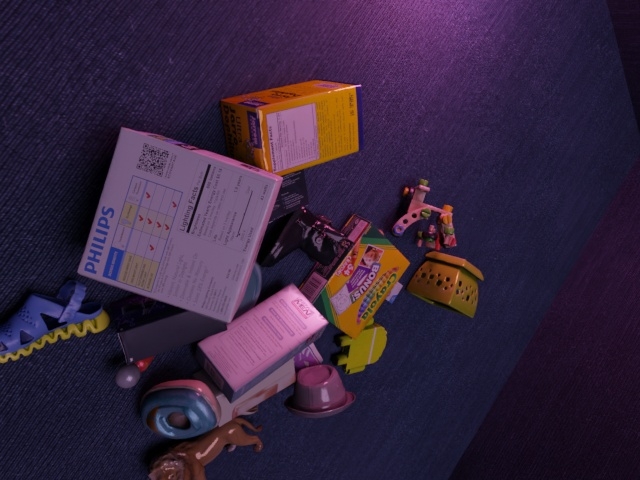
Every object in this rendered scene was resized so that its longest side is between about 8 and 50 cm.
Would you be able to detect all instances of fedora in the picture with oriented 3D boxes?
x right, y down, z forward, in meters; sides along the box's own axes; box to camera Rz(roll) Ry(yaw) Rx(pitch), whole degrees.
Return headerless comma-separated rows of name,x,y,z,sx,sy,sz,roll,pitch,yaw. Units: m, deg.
fedora,-0.006,0.506,1.810,0.275,0.244,0.124,-13,100,-69

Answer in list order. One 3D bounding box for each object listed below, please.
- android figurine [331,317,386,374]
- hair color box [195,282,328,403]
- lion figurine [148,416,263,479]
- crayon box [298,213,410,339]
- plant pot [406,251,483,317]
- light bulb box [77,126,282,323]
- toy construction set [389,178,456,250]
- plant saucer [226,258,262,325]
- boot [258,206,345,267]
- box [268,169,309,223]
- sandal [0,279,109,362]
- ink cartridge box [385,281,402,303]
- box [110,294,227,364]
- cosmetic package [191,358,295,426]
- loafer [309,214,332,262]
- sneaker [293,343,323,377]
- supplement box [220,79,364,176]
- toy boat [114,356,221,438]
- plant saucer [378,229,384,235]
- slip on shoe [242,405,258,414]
android figurine,0.164,0.418,2.099,0.273,0.056,0.247,-6,112,-38
hair color box,-0.178,0.309,1.631,0.375,0.185,0.113,-31,158,-32
lion figurine,-0.364,0.678,1.713,0.392,0.142,0.240,-39,129,-32
crayon box,0.125,0.139,1.904,0.362,0.106,0.313,-54,132,-5
plant pot,0.538,0.177,2.208,0.227,0.228,0.207,30,82,-43
light bulb box,-0.319,-0.043,1.261,0.362,0.225,0.357,19,97,-3
toy construction set,0.424,-0.098,2.017,0.309,0.258,0.237,22,80,-64
plant saucer,-0.304,0.154,1.596,0.318,0.044,0.317,-16,118,-34
boot,-0.053,0.027,1.674,0.207,0.094,0.246,37,76,-17
box,-0.130,-0.161,1.575,0.156,0.093,0.158,-27,125,-29
sandal,-0.674,0.185,1.247,0.318,0.126,0.138,-21,117,-43
ink cartridge box,0.259,0.185,2.084,0.122,0.052,0.088,36,84,-42
box,-0.405,0.203,1.396,0.262,0.184,0.103,-17,118,-21
cosmetic package,-0.243,0.447,1.697,0.296,0.153,0.129,-22,123,-31
loafer,0.000,0.000,1.776,0.062,0.061,0.169,-10,115,-39
sneaker,-0.101,0.402,1.837,0.161,0.102,0.282,-41,130,-16
supplement box,-0.072,-0.325,1.486,0.357,0.195,0.194,-22,121,-33
toy boat,-0.450,0.448,1.485,0.318,0.268,0.148,59,27,-17
plant saucer,0.217,0.000,1.994,0.084,0.015,0.083,-17,118,-35
slip on shoe,-0.276,0.581,1.804,0.041,0.051,0.135,-38,153,31
